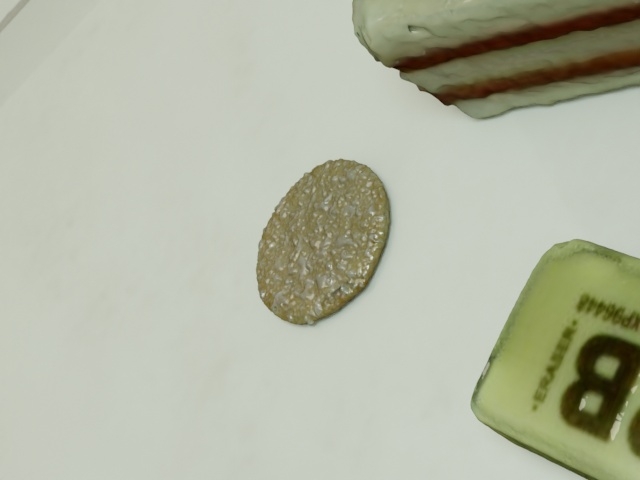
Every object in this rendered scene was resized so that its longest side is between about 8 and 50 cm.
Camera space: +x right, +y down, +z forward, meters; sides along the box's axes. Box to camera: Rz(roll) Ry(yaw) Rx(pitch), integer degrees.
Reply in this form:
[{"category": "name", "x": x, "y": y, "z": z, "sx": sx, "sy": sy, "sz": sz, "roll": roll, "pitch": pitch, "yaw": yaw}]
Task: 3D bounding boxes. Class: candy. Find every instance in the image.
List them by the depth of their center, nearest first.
[{"category": "candy", "x": 0.171, "y": -0.188, "z": 0.899, "sx": 0.321, "sy": 0.135, "sz": 0.179, "roll": -7, "pitch": 65, "yaw": 43}]

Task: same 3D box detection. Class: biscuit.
[{"category": "biscuit", "x": 0.000, "y": 0.000, "z": 1.055, "sx": 0.120, "sy": 0.015, "sz": 0.120, "roll": -24, "pitch": 52, "yaw": 35}]

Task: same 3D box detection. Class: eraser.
[{"category": "eraser", "x": 0.168, "y": 0.074, "z": 0.813, "sx": 0.172, "sy": 0.058, "sz": 0.117, "roll": 23, "pitch": 85, "yaw": 49}]
